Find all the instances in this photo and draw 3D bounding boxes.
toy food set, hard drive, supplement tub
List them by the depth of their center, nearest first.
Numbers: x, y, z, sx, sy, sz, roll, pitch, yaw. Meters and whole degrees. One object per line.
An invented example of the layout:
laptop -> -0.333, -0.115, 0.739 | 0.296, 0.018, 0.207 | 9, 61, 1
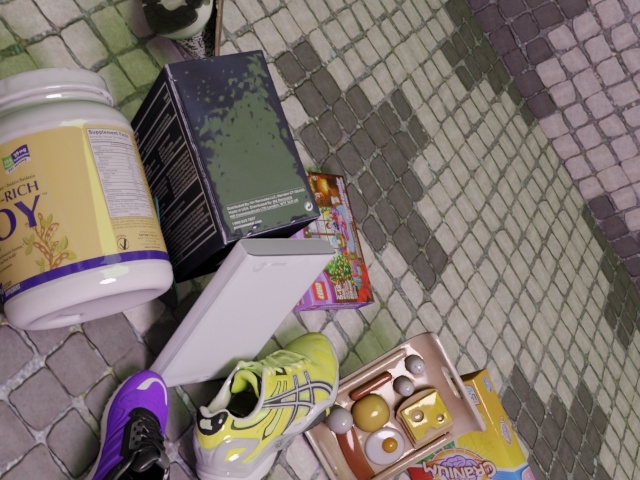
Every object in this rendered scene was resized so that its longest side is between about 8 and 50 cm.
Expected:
supplement tub -> -0.369, -0.057, 1.262 | 0.241, 0.241, 0.331 | -7, 76, -51
hard drive -> -0.129, 0.118, 1.405 | 0.203, 0.307, 0.040 | -1, 46, -49
toy food set -> 0.135, 0.341, 1.636 | 0.219, 0.306, 0.092 | 61, -5, -5

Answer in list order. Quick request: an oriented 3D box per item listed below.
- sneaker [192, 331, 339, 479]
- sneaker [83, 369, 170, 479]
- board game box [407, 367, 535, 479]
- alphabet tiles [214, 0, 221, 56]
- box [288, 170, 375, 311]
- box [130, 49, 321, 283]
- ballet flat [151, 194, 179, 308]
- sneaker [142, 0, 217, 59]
sneaker -> -0.077, 0.258, 1.479 | 0.384, 0.145, 0.147 | -47, 138, -52
sneaker -> -0.263, 0.314, 1.264 | 0.102, 0.146, 0.293 | 41, 45, -28
board game box -> 0.288, 0.440, 1.759 | 0.064, 0.242, 0.316 | -24, 89, -53
alphabet tiles -> -0.200, -0.439, 1.723 | 0.009, 0.198, 0.237 | 4, 62, -6
box -> 0.000, 0.000, 1.807 | 0.201, 0.057, 0.293 | 1, 70, -48
box -> -0.172, -0.117, 1.447 | 0.183, 0.296, 0.294 | -17, 84, -28
ballet flat -> -0.292, 0.022, 1.458 | 0.074, 0.074, 0.203 | -8, 83, -51
sneaker -> -0.269, -0.527, 1.752 | 0.182, 0.158, 0.410 | 64, 21, -59
